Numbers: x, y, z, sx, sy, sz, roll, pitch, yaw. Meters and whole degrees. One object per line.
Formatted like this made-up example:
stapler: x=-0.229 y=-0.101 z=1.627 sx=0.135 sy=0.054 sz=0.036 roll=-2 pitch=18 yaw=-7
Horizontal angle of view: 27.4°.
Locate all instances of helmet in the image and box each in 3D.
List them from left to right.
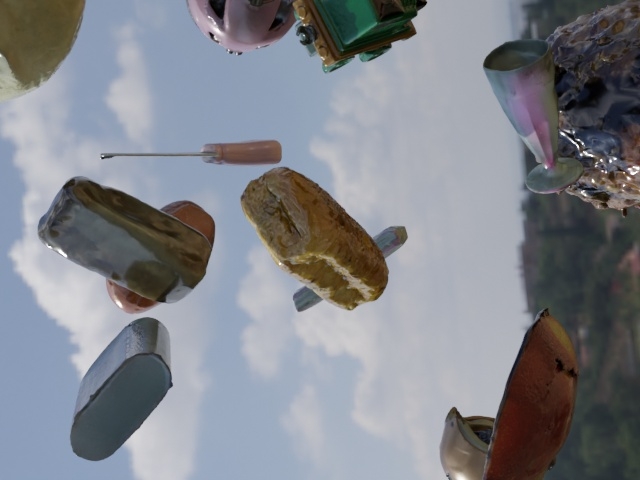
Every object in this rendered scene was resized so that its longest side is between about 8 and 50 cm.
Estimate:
helmet: x=-0.103 y=-0.392 z=1.960 sx=0.154 sy=0.198 sz=0.253 roll=-95 pitch=22 yaw=-45
helmet: x=0.285 y=0.371 z=2.204 sx=0.130 sy=0.198 sz=0.224 roll=-68 pitch=-15 yaw=3

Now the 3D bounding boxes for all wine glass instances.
wine glass: x=0.226 y=-0.129 z=1.367 sx=0.073 sy=0.073 sz=0.155 roll=-81 pitch=-30 yaw=-58

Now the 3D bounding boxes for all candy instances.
candy: x=-0.270 y=0.000 z=1.830 sx=0.104 sy=0.234 sz=0.102 roll=-53 pitch=15 yaw=26

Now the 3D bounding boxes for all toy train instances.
toy train: x=0.056 y=-0.277 z=1.597 sx=0.227 sy=0.136 sz=0.091 roll=-26 pitch=-92 yaw=-47

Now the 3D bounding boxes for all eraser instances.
eraser: x=-0.276 y=0.201 z=1.831 sx=0.081 sy=0.174 sz=0.227 roll=42 pitch=-178 yaw=-10

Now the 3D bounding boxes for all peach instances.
peach: x=0.260 y=0.216 z=1.590 sx=0.279 sy=0.068 sz=0.189 roll=-69 pitch=-27 yaw=-19

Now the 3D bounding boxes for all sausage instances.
sausage: x=-0.264 y=0.025 z=2.164 sx=0.258 sy=0.133 sz=0.133 roll=-54 pitch=-39 yaw=-50

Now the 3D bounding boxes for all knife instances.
knife: x=-0.182 y=-0.125 z=1.976 sx=0.335 sy=0.081 sz=0.043 roll=-8 pitch=-81 yaw=-47

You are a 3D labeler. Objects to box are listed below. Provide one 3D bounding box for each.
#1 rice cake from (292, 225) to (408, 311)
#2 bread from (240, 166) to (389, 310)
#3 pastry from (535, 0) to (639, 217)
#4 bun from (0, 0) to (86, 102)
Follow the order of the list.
rice cake: x=0.045 y=0.047 z=2.148 sx=0.042 sy=0.221 sz=0.080 roll=56 pitch=-165 yaw=1
bread: x=0.000 y=0.000 z=1.371 sx=0.114 sy=0.083 sz=0.211 roll=53 pitch=-174 yaw=26
pastry: x=0.463 y=-0.184 z=1.743 sx=0.337 sy=0.405 sz=0.293 roll=-80 pitch=-22 yaw=-80
bun: x=-0.528 y=-0.372 z=1.923 sx=0.202 sy=0.364 sz=0.364 roll=-135 pitch=37 yaw=-76
